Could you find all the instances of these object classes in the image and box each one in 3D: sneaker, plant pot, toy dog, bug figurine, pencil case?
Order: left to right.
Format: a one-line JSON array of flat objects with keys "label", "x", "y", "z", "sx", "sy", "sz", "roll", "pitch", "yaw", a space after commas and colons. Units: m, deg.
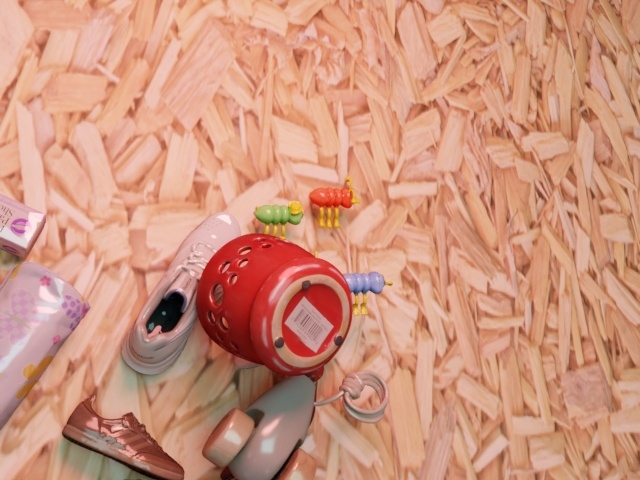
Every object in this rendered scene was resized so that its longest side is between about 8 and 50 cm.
[{"label": "pencil case", "x": -0.440, "y": 0.161, "z": 0.879, "sx": 0.124, "sy": 0.113, "sz": 0.273, "roll": 27, "pitch": 61, "yaw": 7}, {"label": "sneaker", "x": -0.274, "y": 0.290, "z": 0.940, "sx": 0.188, "sy": 0.066, "sz": 0.071, "roll": 30, "pitch": 60, "yaw": -14}, {"label": "sneaker", "x": -0.201, "y": 0.071, "z": 1.018, "sx": 0.111, "sy": 0.129, "sz": 0.297, "roll": 28, "pitch": 60, "yaw": -6}, {"label": "toy dog", "x": -0.065, "y": 0.271, "z": 1.027, "sx": 0.334, "sy": 0.161, "sz": 0.220, "roll": -30, "pitch": 83, "yaw": -46}, {"label": "plant pot", "x": -0.059, "y": 0.093, "z": 0.942, "sx": 0.191, "sy": 0.174, "sz": 0.191, "roll": -8, "pitch": 102, "yaw": -38}, {"label": "bug figurine", "x": 0.000, "y": 0.000, "z": 1.133, "sx": 0.216, "sy": 0.072, "sz": 0.279, "roll": -4, "pitch": 55, "yaw": -20}]

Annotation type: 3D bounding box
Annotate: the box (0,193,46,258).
[{"label": "box", "x": -0.567, "y": -0.074, "z": 0.931, "sx": 0.324, "sy": 0.063, "sz": 0.067, "roll": 28, "pitch": 63, "yaw": -15}]
